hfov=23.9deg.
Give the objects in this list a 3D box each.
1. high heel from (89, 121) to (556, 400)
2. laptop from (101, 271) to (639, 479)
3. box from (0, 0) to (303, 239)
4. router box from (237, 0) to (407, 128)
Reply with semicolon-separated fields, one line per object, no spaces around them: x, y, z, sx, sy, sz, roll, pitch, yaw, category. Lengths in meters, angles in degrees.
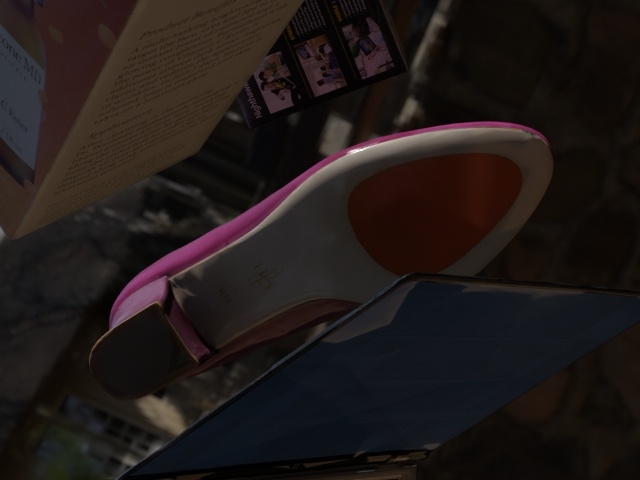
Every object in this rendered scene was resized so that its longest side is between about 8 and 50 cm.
0.000;0.000;1.152;0.377;0.127;0.181;-22;8;11;high heel
0.050;0.226;1.048;0.382;0.236;0.408;7;-93;-54;laptop
-0.084;-0.102;0.514;0.091;0.130;0.170;-29;-10;-32;box
-0.026;-0.190;1.148;0.046;0.133;0.179;-90;-22;-67;router box
